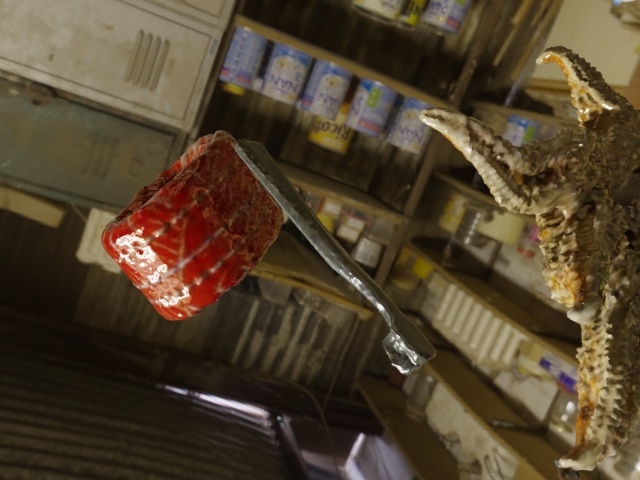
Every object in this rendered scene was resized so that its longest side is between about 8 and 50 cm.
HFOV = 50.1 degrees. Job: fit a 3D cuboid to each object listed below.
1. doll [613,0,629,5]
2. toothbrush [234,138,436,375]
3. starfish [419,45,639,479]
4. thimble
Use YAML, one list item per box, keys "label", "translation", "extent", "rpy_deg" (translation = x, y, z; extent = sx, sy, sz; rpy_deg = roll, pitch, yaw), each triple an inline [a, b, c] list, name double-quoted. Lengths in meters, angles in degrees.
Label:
- label: "doll"
  translation: [0.165, -0.220, 0.436]
  extent: [0.113, 0.057, 0.228]
  rpy_deg: [1, -128, -11]
- label: "toothbrush"
  translation: [0.000, 0.000, 0.602]
  extent: [0.030, 0.031, 0.297]
  rpy_deg: [10, -147, -49]
- label: "starfish"
  translation: [0.181, 0.013, 0.430]
  extent: [0.293, 0.084, 0.302]
  rpy_deg: [-26, -95, -49]
- label: "thimble"
  translation: [-0.246, -0.032, 1.344]
  extent: [0.231, 0.350, 0.350]
  rpy_deg: [51, -178, -18]
